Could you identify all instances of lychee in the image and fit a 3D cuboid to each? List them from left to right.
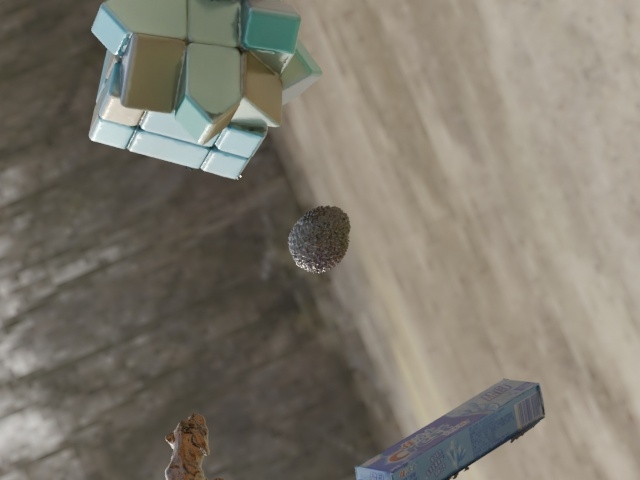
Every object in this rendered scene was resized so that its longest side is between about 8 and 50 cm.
[{"bbox_3d":[0.000,0.000,2.064,0.067,0.083,0.068,41,-153,28],"label":"lychee"}]

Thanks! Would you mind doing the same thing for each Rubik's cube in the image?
[{"bbox_3d":[-0.122,-0.194,2.055,0.213,0.265,0.224,128,152,-60],"label":"Rubik's cube"}]

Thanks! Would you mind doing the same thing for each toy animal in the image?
[{"bbox_3d":[-0.162,0.322,2.182,0.099,0.057,0.241,54,-138,-58],"label":"toy animal"}]

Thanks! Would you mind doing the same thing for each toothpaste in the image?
[{"bbox_3d":[0.159,0.237,2.245,0.066,0.272,0.053,6,114,46],"label":"toothpaste"}]
